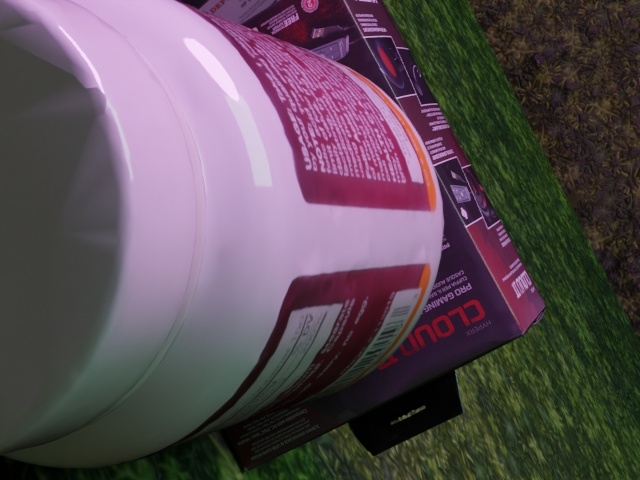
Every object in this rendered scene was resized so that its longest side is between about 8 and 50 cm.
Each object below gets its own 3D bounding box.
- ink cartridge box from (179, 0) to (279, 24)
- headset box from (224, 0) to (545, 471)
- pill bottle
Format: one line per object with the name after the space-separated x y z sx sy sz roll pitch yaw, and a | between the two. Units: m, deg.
-0.118 -0.259 1.098 0.395 0.166 0.285 45 23 -45 | ink cartridge box
0.000 0.000 0.953 0.293 0.218 0.110 63 19 1 | headset box
-0.090 -0.008 0.703 0.224 0.224 0.392 65 17 9 | pill bottle
